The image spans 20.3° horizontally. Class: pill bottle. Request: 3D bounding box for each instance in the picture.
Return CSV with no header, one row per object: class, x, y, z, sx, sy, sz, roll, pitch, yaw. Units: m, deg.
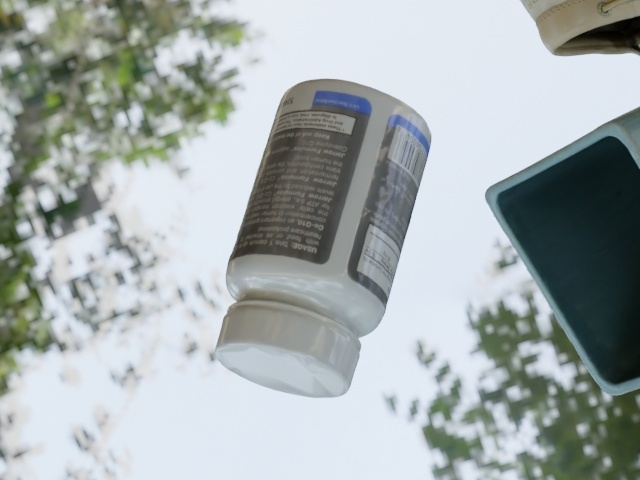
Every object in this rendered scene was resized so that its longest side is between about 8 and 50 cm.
pill bottle,0.000,0.000,0.847,0.078,0.078,0.137,-3,-118,42

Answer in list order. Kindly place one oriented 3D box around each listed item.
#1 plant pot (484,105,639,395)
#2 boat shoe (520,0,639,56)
plant pot,0.367,-0.032,1.762,0.252,0.247,0.248,-32,-179,-29
boat shoe,0.277,-0.180,1.402,0.302,0.098,0.109,0,154,-37
